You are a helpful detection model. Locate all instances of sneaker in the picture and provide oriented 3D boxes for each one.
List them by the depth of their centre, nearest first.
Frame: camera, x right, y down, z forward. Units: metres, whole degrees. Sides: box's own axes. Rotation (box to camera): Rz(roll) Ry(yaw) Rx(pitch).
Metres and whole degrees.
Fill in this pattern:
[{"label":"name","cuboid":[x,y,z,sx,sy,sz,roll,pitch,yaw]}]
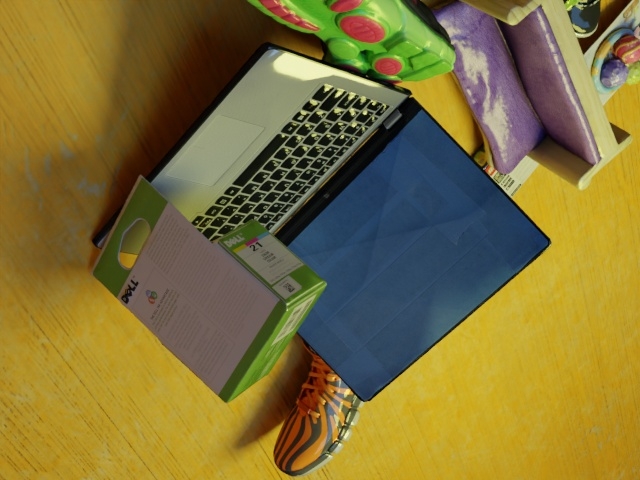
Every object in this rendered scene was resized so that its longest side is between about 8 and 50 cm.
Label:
[{"label":"sneaker","cuboid":[0.049,-0.321,1.498,0.483,0.185,0.202,35,55,-66]},{"label":"sneaker","cuboid":[0.372,-0.398,1.764,0.084,0.097,0.235,-22,116,-17]},{"label":"sneaker","cuboid":[-0.003,0.209,1.939,0.321,0.124,0.180,-56,136,-8]}]

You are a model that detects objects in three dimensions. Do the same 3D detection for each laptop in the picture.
[{"label":"laptop","cuboid":[0.000,0.000,1.585,0.408,0.236,0.382,12,133,-45]}]

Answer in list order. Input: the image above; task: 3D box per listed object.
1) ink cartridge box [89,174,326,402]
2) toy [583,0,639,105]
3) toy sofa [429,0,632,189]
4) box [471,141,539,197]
[{"label":"ink cartridge box","cuboid":[-0.147,0.048,1.566,0.097,0.255,0.189,-31,159,-53]},{"label":"toy","cuboid":[0.500,-0.300,1.991,0.237,0.056,0.137,-51,140,-14]},{"label":"toy sofa","cuboid":[0.305,-0.234,1.797,0.177,0.150,0.362,-41,131,-8]},{"label":"box","cuboid":[0.337,-0.175,1.988,0.207,0.036,0.114,-51,139,2]}]
